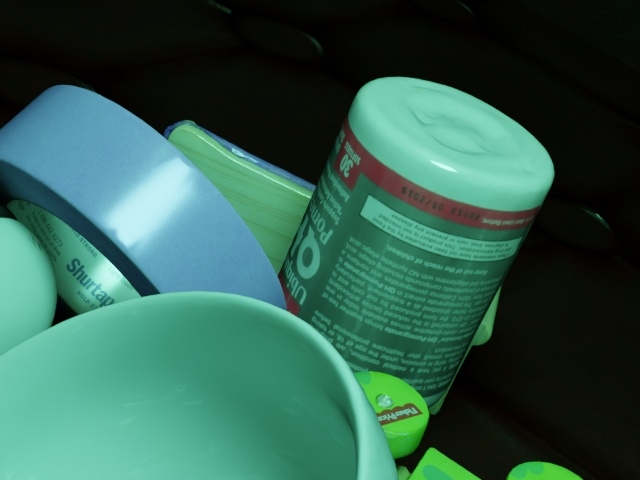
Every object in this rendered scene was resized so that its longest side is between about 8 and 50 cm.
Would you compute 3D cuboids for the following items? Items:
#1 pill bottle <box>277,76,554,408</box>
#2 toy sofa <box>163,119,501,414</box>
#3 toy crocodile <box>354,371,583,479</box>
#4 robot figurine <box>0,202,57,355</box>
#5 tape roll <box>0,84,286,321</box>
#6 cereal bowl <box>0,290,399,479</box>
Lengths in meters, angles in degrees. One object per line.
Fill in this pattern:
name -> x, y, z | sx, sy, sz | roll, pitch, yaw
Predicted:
pill bottle -> 0.055, 0.037, 1.258 | 0.176, 0.318, 0.176 | 19, 27, -10
toy sofa -> 0.000, 0.000, 1.442 | 0.362, 0.177, 0.150 | 23, 27, 1
toy crocodile -> 0.080, 0.193, 1.005 | 0.340, 0.115, 0.105 | 27, 32, 11
robot figurine -> -0.336, 0.016, 1.158 | 0.278, 0.173, 0.209 | 34, 46, 20
tape roll -> -0.158, 0.008, 1.196 | 0.275, 0.275, 0.090 | 35, 66, 21
cereal bowl -> -0.103, 0.194, 0.774 | 0.141, 0.339, 0.339 | 58, 6, -36
